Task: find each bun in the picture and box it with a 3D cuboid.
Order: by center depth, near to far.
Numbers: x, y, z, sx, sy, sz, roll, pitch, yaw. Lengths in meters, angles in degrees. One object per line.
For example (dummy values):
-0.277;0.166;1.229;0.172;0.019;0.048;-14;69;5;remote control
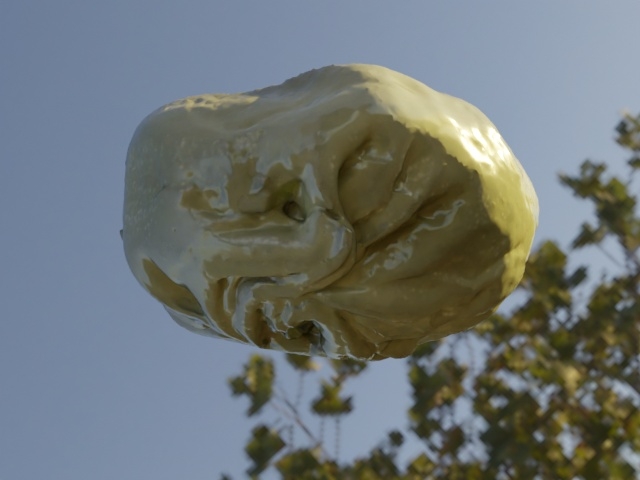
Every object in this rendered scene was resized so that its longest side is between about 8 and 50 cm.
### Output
0.000;0.000;0.790;0.229;0.229;0.145;93;-173;-54;bun
